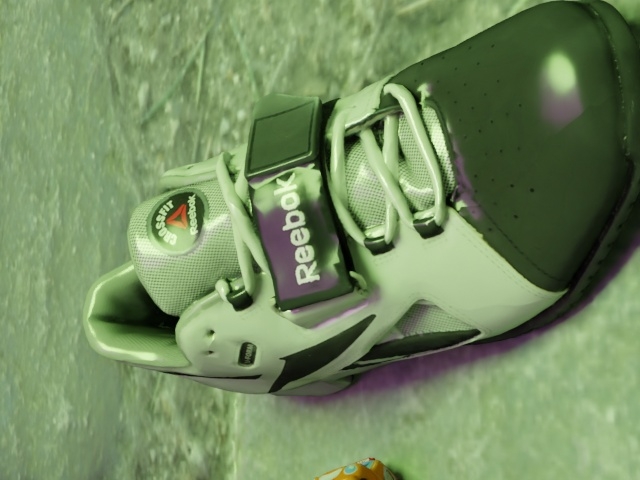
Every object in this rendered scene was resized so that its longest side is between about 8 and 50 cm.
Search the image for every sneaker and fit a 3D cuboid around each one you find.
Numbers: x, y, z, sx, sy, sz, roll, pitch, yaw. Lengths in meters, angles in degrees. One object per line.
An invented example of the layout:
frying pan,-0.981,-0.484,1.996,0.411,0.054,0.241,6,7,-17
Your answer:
sneaker,0.000,0.000,0.615,0.330,0.146,0.122,-38,57,48

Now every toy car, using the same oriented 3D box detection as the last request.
toy car,0.000,0.144,0.693,0.122,0.060,0.040,-45,21,39
